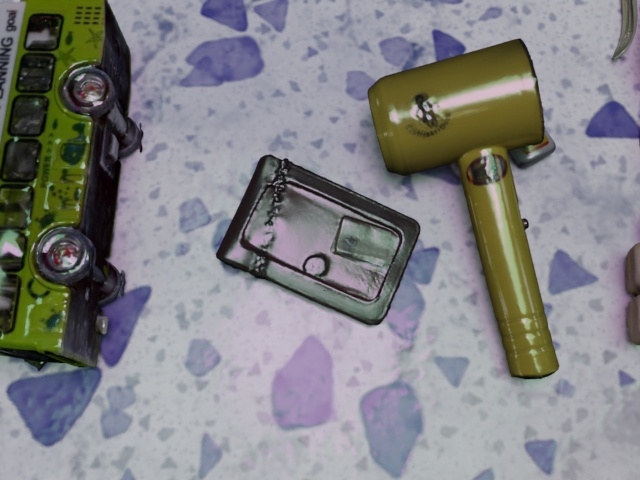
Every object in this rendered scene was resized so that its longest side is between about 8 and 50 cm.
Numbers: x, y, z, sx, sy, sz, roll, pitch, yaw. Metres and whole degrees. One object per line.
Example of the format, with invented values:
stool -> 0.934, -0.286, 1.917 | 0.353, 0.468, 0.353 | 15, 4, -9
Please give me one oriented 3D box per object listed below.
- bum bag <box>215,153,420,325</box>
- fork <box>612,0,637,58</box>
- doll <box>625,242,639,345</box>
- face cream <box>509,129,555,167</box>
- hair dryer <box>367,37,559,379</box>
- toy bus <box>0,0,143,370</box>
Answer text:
bum bag -> 0.000, 0.000, 0.627 | 0.159, 0.026, 0.109 | 25, 76, 0
fork -> 0.301, -0.276, 0.703 | 0.029, 0.034, 0.219 | 19, 76, -24
doll -> 0.396, 0.045, 0.584 | 0.278, 0.119, 0.154 | 11, 74, 11
face cream -> 0.179, -0.108, 0.658 | 0.040, 0.021, 0.083 | -29, 77, -7
hair dryer -> 0.134, -0.019, 0.603 | 0.135, 0.090, 0.278 | -14, 85, 7
toy bus -> -0.233, -0.050, 0.591 | 0.139, 0.113, 0.301 | 3, 73, -1
